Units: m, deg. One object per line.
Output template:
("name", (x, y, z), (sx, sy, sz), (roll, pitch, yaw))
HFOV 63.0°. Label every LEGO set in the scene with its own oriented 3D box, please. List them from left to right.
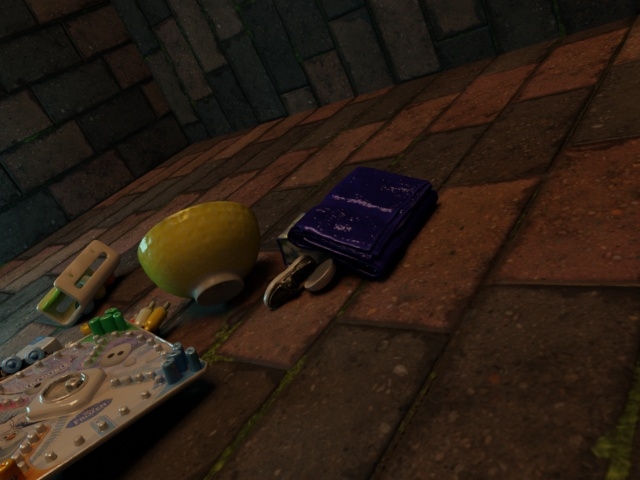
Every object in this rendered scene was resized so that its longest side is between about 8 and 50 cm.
("LEGO set", (-0.543, 0.254, 1.217), (0.087, 0.093, 0.227), (-37, 25, -23))

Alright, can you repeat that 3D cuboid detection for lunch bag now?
("lunch bag", (0.000, 0.000, 1.181), (0.151, 0.096, 0.129), (0, 33, 30))

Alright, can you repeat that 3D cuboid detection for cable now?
("cable", (-0.424, 0.245, 1.142), (0.139, 0.072, 0.287), (-24, 23, 19))

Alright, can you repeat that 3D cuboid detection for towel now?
("towel", (0.100, -0.063, 1.131), (0.227, 0.076, 0.308), (22, 43, 24))

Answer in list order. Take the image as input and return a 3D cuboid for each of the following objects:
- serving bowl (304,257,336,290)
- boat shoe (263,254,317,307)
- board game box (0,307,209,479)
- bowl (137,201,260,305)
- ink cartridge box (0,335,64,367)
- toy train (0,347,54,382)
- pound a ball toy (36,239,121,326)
("serving bowl", (0.005, 0.076, 1.089), (0.083, 0.027, 0.083), (-44, 12, 11))
("boat shoe", (-0.063, 0.087, 1.101), (0.142, 0.049, 0.040), (-48, 34, -11))
("board game box", (-0.464, 0.265, 0.945), (0.390, 0.050, 0.390), (-31, 27, -36))
("bowl", (-0.258, 0.058, 1.214), (0.289, 0.289, 0.156), (-26, 66, 0))
("ink cartridge box", (-0.751, 0.326, 1.325), (0.104, 0.060, 0.180), (-5, 31, 40))
("toy train", (-0.705, 0.325, 1.215), (0.184, 0.105, 0.080), (-18, -23, -26))
("pound a ball toy", (-0.754, 0.149, 1.657), (0.208, 0.135, 0.319), (-45, 16, 23))
